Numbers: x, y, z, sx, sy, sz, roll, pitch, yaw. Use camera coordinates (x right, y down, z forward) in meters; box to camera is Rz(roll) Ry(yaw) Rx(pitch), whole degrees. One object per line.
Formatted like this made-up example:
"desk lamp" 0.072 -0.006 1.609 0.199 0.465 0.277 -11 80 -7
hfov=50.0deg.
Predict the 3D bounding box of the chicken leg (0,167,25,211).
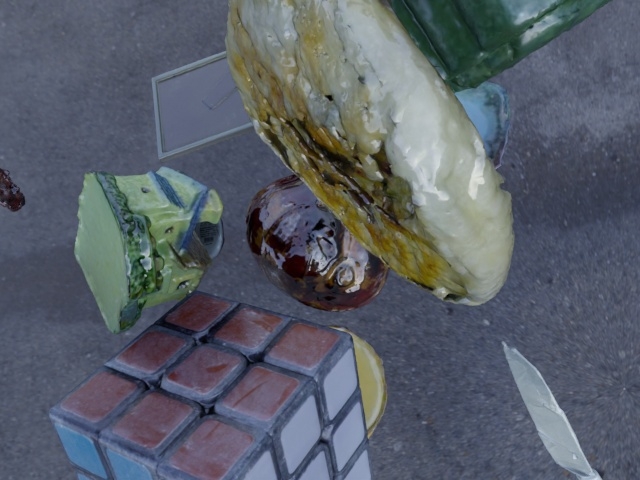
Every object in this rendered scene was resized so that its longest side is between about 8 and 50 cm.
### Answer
"chicken leg" -0.669 -0.124 1.337 0.053 0.205 0.093 -19 51 30

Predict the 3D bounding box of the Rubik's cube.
"Rubik's cube" -0.130 0.293 0.963 0.305 0.304 0.301 12 126 33

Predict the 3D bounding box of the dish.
"dish" -0.226 -0.010 1.248 0.078 0.246 0.224 1 79 21

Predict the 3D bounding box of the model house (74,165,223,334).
"model house" -0.240 0.002 1.022 0.195 0.189 0.214 52 137 28

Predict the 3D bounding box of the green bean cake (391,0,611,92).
"green bean cake" 0.188 -0.275 0.780 0.169 0.300 0.308 59 149 -3

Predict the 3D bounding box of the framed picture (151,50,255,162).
"framed picture" -0.210 -0.309 1.455 0.315 0.024 0.232 -17 61 11

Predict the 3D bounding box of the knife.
"knife" 0.246 0.215 0.667 0.017 0.298 0.047 -42 19 -25

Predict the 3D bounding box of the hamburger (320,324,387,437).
"hamburger" -0.007 0.320 1.478 0.261 0.186 0.303 -32 73 -20

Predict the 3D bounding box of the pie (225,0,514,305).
"pie" 0.029 -0.075 0.544 0.077 0.339 0.339 -37 65 -11

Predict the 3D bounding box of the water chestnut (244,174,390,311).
"water chestnut" 0.000 0.000 1.244 0.244 0.289 0.289 -44 58 53

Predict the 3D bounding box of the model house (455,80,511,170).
"model house" 0.242 -0.187 1.590 0.297 0.339 0.360 15 92 4
